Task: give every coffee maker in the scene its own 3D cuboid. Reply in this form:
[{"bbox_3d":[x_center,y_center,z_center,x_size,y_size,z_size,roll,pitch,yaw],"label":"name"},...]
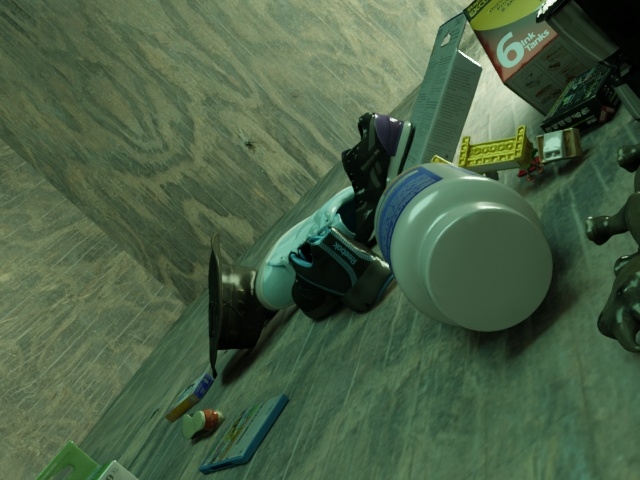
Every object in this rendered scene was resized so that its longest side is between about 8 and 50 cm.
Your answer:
[{"bbox_3d":[0.349,-0.235,0.730,0.120,0.178,0.171,-51,7,-18],"label":"coffee maker"}]

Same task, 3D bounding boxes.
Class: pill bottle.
[{"bbox_3d":[0.143,0.002,0.726,0.152,0.152,0.272,-45,9,8],"label":"pill bottle"}]

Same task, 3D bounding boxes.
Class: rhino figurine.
[{"bbox_3d":[0.256,-0.012,0.511,0.243,0.073,0.106,-54,9,-36],"label":"rhino figurine"}]

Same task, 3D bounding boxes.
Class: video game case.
[{"bbox_3d":[-0.122,0.304,1.074,0.166,0.015,0.119,-35,14,51],"label":"video game case"}]

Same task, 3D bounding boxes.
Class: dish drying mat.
[{"bbox_3d":[0.306,-0.113,0.950,0.032,0.008,0.083,-50,9,-31],"label":"dish drying mat"}]

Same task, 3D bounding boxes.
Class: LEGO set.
[{"bbox_3d":[0.226,-0.064,0.942,0.287,0.107,0.132,-38,45,20],"label":"LEGO set"}]

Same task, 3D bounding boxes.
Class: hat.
[{"bbox_3d":[-0.186,0.144,1.559,0.331,0.133,0.331,180,90,-80],"label":"hat"}]

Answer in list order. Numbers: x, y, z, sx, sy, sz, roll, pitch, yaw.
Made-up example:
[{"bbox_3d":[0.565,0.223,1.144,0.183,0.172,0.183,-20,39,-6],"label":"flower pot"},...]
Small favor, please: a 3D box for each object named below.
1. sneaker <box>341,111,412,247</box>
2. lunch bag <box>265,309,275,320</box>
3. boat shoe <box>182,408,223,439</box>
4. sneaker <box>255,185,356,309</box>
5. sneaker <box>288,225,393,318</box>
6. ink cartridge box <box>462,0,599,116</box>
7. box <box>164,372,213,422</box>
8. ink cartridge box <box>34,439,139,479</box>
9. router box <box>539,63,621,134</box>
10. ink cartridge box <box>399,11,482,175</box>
[{"bbox_3d":[0.091,-0.128,1.423,0.107,0.124,0.283,123,164,-77],"label":"sneaker"},{"bbox_3d":[-0.127,0.142,1.673,0.065,0.067,0.098,-44,10,20],"label":"lunch bag"},{"bbox_3d":[-0.228,0.347,1.307,0.043,0.049,0.137,-1,-22,-32],"label":"boat shoe"},{"bbox_3d":[0.000,0.000,1.495,0.366,0.135,0.150,-50,6,-15],"label":"sneaker"},{"bbox_3d":[0.010,0.048,1.204,0.125,0.139,0.341,-51,9,-21],"label":"sneaker"},{"bbox_3d":[0.388,-0.400,1.063,0.309,0.130,0.272,-42,43,30],"label":"ink cartridge box"},{"bbox_3d":[-0.310,0.371,1.639,0.136,0.028,0.081,-44,8,29],"label":"box"},{"bbox_3d":[-0.268,0.357,0.876,0.062,0.209,0.109,-37,13,51],"label":"ink cartridge box"},{"bbox_3d":[0.362,-0.192,0.927,0.122,0.038,0.092,-49,13,-32],"label":"router box"},{"bbox_3d":[0.238,-0.270,1.368,0.324,0.071,0.330,-87,15,-78],"label":"ink cartridge box"}]
